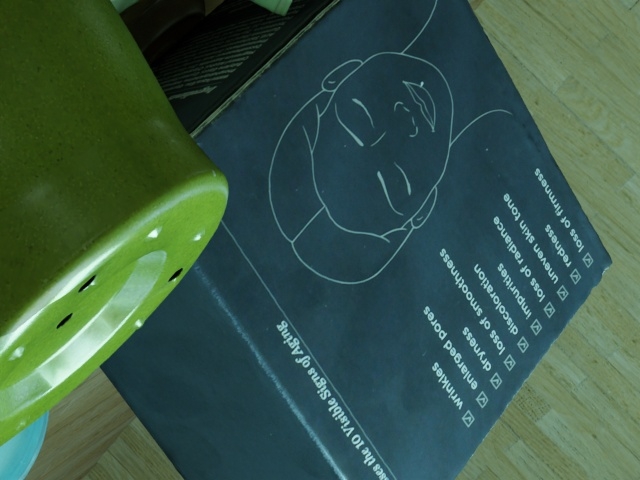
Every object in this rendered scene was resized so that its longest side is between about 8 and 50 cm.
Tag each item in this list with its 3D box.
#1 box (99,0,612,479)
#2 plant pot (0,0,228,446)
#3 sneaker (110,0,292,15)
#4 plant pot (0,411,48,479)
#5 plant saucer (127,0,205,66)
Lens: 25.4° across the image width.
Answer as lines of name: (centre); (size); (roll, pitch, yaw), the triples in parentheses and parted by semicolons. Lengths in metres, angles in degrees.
box: (0.000, 0.000, 1.528); (0.297, 0.480, 0.472); (-7, -147, 48)
plant pot: (-0.252, -0.067, 0.797); (0.366, 0.353, 0.366); (-44, 173, -6)
sneaker: (-0.108, -0.257, 1.360); (0.256, 0.151, 0.094); (-42, 174, -17)
plant pot: (-0.416, 0.147, 1.404); (0.271, 0.271, 0.255); (-43, 173, -14)
plant saucer: (-0.188, -0.219, 1.619); (0.168, 0.029, 0.168); (-45, 172, -8)
